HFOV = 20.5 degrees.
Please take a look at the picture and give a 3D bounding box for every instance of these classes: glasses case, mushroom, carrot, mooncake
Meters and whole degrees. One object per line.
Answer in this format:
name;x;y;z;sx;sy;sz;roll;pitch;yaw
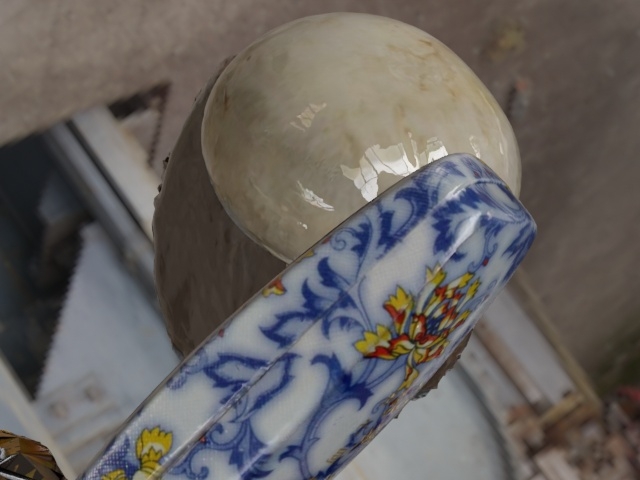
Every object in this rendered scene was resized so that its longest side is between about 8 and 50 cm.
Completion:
glasses case;-0.022;0.065;0.648;0.248;0.065;0.087;-45;159;13
mushroom;0.013;-0.048;1.125;0.206;0.206;0.209;-16;169;-45
carrot;-0.177;0.198;1.187;0.069;0.228;0.069;-14;119;-26
mooncake;0.000;0.000;1.489;0.187;0.324;0.324;2;142;-28
